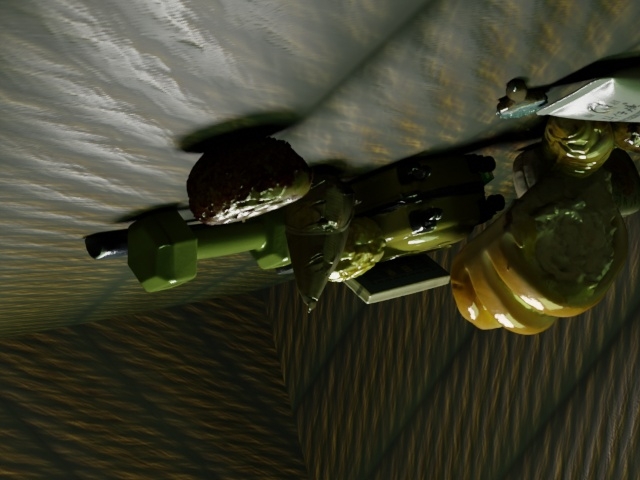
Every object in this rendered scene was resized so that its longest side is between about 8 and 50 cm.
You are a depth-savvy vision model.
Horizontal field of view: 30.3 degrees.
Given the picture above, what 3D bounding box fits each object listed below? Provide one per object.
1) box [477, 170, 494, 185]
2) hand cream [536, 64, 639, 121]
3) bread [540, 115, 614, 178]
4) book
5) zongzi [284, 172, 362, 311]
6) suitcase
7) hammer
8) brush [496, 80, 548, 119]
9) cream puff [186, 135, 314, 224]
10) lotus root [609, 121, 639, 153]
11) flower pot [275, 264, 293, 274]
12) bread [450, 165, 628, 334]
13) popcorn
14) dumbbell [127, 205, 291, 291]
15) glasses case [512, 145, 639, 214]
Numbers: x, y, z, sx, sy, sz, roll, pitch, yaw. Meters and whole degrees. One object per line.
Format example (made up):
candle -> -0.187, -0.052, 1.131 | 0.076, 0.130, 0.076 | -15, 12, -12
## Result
box -> 0.214, -0.073, 2.192 | 0.132, 0.034, 0.235 | -20, -171, 40
hand cream -> 0.440, -0.196, 1.518 | 0.314, 0.089, 0.139 | -5, 170, -22
bread -> 0.380, -0.148, 1.757 | 0.087, 0.098, 0.269 | -26, 174, 6
book -> 0.070, 0.009, 2.036 | 0.190, 0.025, 0.269 | -12, -140, -38
zongzi -> 0.000, 0.000, 1.748 | 0.099, 0.198, 0.194 | 2, -178, 11
suitcase -> 0.159, -0.051, 1.946 | 0.193, 0.143, 0.234 | -11, 175, -40
hammer -> -0.242, -0.007, 1.873 | 0.289, 0.037, 0.137 | -11, 174, -45
brush -> 0.246, -0.177, 1.468 | 0.070, 0.021, 0.196 | -15, 173, 12
cream puff -> -0.081, -0.071, 1.306 | 0.149, 0.084, 0.149 | -17, 179, 0
lotus root -> 0.466, -0.176, 1.777 | 0.108, 0.095, 0.190 | 6, 180, -9
flower pot -> 0.001, -0.008, 2.217 | 0.229, 0.108, 0.103 | -12, 174, -40
bread -> 0.358, 0.038, 1.935 | 0.315, 0.211, 0.270 | -31, 168, -44
popcorn -> 0.040, 0.006, 1.865 | 0.120, 0.106, 0.116 | -32, 157, 24
dumbbell -> -0.149, 0.000, 1.795 | 0.301, 0.108, 0.121 | -10, 172, -42
glasses case -> 0.496, -0.108, 2.248 | 0.098, 0.157, 0.425 | -26, 169, 37
